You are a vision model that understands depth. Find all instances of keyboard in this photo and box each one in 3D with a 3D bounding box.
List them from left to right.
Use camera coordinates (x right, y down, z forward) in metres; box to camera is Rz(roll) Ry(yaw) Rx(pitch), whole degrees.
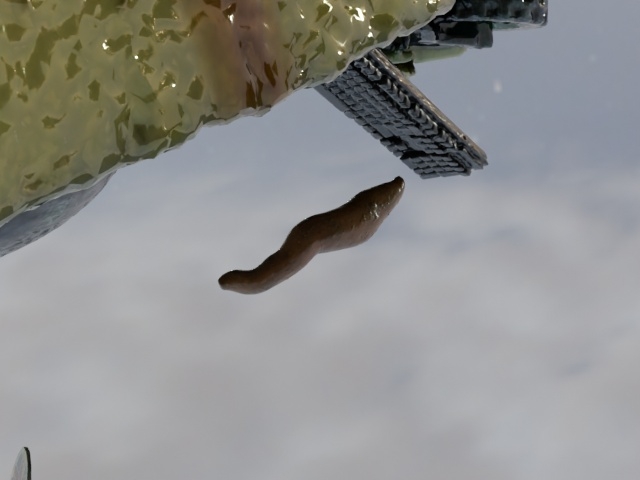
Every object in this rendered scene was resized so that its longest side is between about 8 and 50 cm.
[{"bbox_3d":[0.050,-0.104,1.346,0.072,0.231,0.023,-8,-119,33],"label":"keyboard"}]

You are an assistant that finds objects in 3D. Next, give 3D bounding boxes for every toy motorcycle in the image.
[{"bbox_3d":[-0.006,-0.214,1.526,0.410,0.168,0.237,1,-176,-27],"label":"toy motorcycle"}]

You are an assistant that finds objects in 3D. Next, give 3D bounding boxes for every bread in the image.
[{"bbox_3d":[-0.072,-0.081,0.514,0.142,0.178,0.266,37,-136,18],"label":"bread"}]

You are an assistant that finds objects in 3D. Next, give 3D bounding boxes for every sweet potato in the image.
[{"bbox_3d":[0.000,-0.003,1.340,0.179,0.044,0.044,-32,-153,-23],"label":"sweet potato"}]

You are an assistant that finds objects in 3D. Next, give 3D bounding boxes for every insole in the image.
[{"bbox_3d":[-0.278,0.264,1.537,0.006,0.193,0.065,2,-144,-22],"label":"insole"}]

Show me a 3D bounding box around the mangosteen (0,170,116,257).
[{"bbox_3d":[-0.226,-0.125,0.972,0.288,0.288,0.288,-9,-160,4],"label":"mangosteen"}]
